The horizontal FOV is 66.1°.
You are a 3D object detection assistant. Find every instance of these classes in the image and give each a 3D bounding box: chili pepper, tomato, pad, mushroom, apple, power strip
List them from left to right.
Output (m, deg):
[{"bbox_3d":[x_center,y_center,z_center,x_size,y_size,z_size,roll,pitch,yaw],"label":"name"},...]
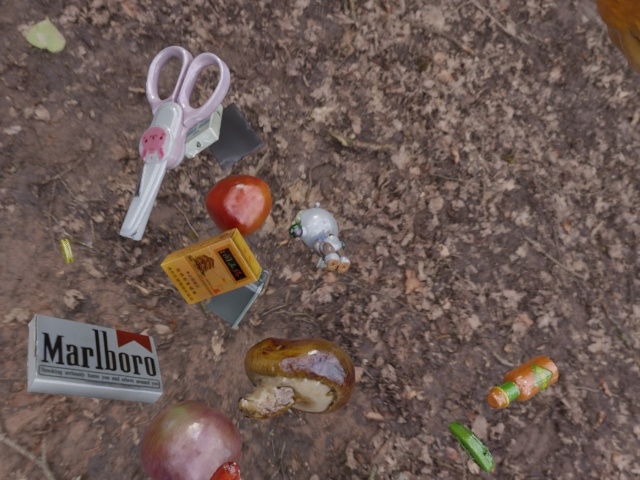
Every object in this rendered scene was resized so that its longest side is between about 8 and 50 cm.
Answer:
[{"bbox_3d":[-0.362,0.588,1.399,0.305,0.306,0.235,34,66,-3],"label":"apple"},{"bbox_3d":[-0.342,-0.333,1.437,0.106,0.367,0.043,-32,119,9],"label":"power strip"},{"bbox_3d":[-0.185,0.487,0.981,0.088,0.169,0.065,-6,44,-23],"label":"chili pepper"},{"bbox_3d":[-0.319,-0.367,1.721,0.170,0.006,0.245,-35,61,1],"label":"pad"},{"bbox_3d":[-0.302,-0.136,1.792,0.259,0.180,0.260,-16,57,26],"label":"tomato"},{"bbox_3d":[-0.066,0.435,1.477,0.345,0.345,0.260,23,51,-5],"label":"mushroom"}]

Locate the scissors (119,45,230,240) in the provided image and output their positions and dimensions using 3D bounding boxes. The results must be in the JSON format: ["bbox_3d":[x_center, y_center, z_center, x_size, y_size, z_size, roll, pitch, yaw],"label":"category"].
[{"bbox_3d":[-0.190,-0.116,0.599,0.118,0.030,0.242,19,89,25],"label":"scissors"}]

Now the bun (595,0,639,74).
[{"bbox_3d":[0.484,-0.359,0.679,0.164,0.299,0.299,-12,83,0],"label":"bun"}]

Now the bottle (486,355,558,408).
[{"bbox_3d":[0.428,0.309,1.055,0.187,0.069,0.069,-17,84,-30],"label":"bottle"}]

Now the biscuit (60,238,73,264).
[{"bbox_3d":[-0.820,0.036,1.593,0.023,0.084,0.084,-16,84,-32],"label":"biscuit"}]

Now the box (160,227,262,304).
[{"bbox_3d":[-0.353,0.087,1.597,0.274,0.076,0.174,-20,116,19],"label":"box"}]

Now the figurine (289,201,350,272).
[{"bbox_3d":[-0.001,0.001,1.057,0.147,0.093,0.197,21,35,-34],"label":"figurine"}]

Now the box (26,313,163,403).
[{"bbox_3d":[-0.319,0.171,0.701,0.177,0.115,0.036,24,113,-41],"label":"box"}]

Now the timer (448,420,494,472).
[{"bbox_3d":[0.423,0.575,1.380,0.047,0.128,0.140,-38,109,-10],"label":"timer"}]

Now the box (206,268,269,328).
[{"bbox_3d":[-0.305,0.186,1.801,0.135,0.163,0.243,33,117,-7],"label":"box"}]
